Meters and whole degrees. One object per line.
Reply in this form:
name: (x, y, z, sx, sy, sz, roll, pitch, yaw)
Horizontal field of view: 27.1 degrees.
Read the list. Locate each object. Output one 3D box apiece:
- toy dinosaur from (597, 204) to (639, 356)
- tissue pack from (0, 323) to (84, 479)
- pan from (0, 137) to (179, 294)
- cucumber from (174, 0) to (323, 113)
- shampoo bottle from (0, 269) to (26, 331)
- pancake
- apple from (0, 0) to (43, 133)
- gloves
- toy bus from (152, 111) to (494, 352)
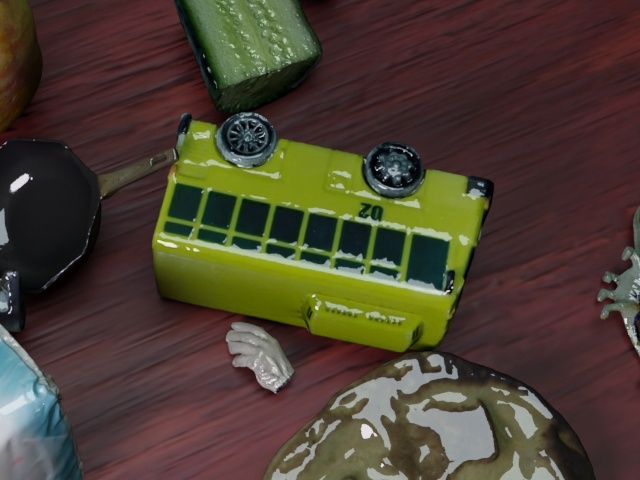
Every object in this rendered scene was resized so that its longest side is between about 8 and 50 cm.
toy dinosaur: (0.268, 0.037, 1.152, 0.058, 0.037, 0.180, 18, 69, -23)
tissue pack: (-0.297, 0.187, 0.900, 0.124, 0.201, 0.271, 40, 66, 20)
pan: (-0.201, -0.016, 1.087, 0.202, 0.048, 0.128, 6, 86, 23)
cucumber: (-0.068, -0.176, 1.203, 0.116, 0.062, 0.115, -13, 68, -25)
shampoo bottle: (-0.389, 0.057, 1.041, 0.309, 0.098, 0.071, 1, 60, -6)
pancake: (0.086, 0.228, 1.036, 0.294, 0.049, 0.294, 2, 68, -5)
apple: (-0.333, -0.167, 1.090, 0.188, 0.211, 0.211, -31, 71, -14)
gloves: (-0.045, 0.097, 1.095, 0.081, 0.037, 0.044, 33, 30, 15)
toy bus: (0.000, 0.000, 1.091, 0.262, 0.128, 0.150, 12, 65, 1)
